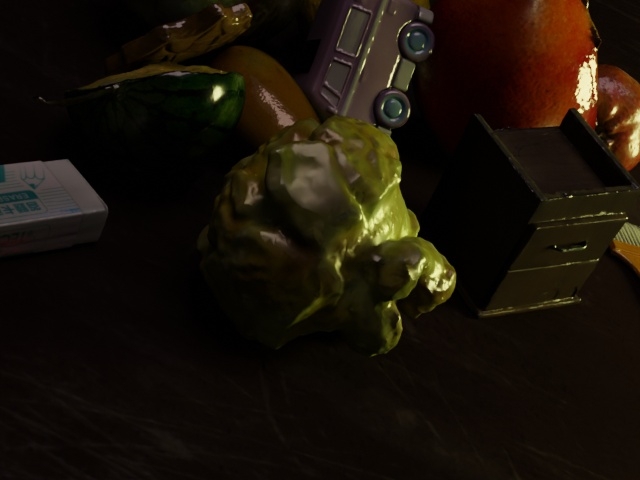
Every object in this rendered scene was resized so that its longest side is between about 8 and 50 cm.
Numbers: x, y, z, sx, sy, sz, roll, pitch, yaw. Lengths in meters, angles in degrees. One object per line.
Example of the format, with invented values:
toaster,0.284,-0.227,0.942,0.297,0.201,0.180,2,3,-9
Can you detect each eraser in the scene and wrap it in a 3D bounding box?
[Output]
eraser,-0.336,-0.029,1.316,0.225,0.052,0.095,-11,47,-44

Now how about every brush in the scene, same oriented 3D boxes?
brush,0.458,0.070,1.772,0.090,0.017,0.314,13,36,-20

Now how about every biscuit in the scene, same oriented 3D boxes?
biscuit,-0.165,-0.238,1.564,0.182,0.215,0.034,-23,92,-30

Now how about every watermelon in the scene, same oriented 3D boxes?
watermelon,-0.187,-0.139,1.484,0.204,0.127,0.232,-4,10,11

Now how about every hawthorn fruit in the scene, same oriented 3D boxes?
hawthorn fruit,0.410,-0.184,1.946,0.179,0.179,0.200,28,24,1

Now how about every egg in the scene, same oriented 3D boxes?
egg,-0.143,-0.366,1.748,0.238,0.238,0.289,47,22,27

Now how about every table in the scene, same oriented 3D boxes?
table,0.255,-0.034,1.586,0.169,0.193,0.172,-6,48,-32

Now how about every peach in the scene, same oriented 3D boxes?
peach,0.238,-0.230,1.755,0.201,0.361,0.257,-22,49,-18

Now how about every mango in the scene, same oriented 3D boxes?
mango,-0.073,-0.155,1.612,0.138,0.113,0.253,16,30,-44

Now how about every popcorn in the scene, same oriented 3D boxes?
popcorn,0.004,0.004,1.371,0.277,0.276,0.225,18,-2,-14

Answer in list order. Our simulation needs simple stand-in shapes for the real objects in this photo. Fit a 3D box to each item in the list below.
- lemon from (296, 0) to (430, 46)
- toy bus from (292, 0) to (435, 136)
lemon,0.064,-0.324,1.873,0.192,0.192,0.231,4,35,-32
toy bus,0.048,-0.229,1.706,0.142,0.202,0.142,20,0,-20
